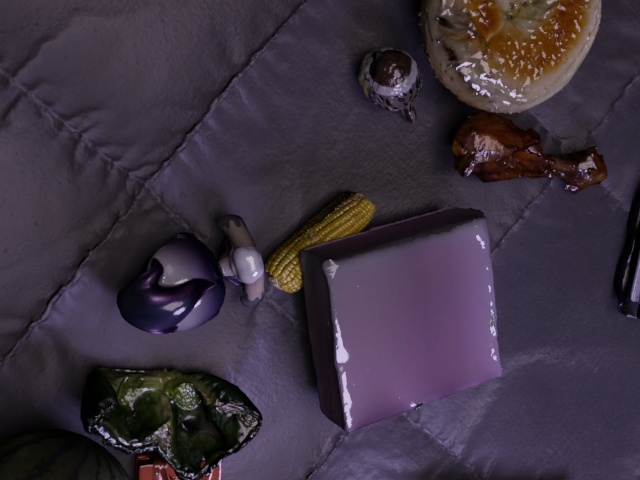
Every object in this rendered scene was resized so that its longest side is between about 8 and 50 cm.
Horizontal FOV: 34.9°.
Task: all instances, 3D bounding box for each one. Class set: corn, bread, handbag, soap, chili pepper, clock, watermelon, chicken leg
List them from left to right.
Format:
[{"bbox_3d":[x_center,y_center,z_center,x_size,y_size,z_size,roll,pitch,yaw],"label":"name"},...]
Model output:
[{"bbox_3d":[-0.396,0.433,1.370,0.279,0.279,0.359,24,91,-19],"label":"watermelon"},{"bbox_3d":[-0.223,0.264,1.491,0.265,0.148,0.116,7,120,-21],"label":"chili pepper"},{"bbox_3d":[-0.217,0.414,1.541,0.127,0.063,0.190,1,99,-18],"label":"handbag"},{"bbox_3d":[0.000,0.000,1.561,0.203,0.072,0.072,-41,107,-11],"label":"corn"},{"bbox_3d":[0.129,0.115,1.562,0.296,0.107,0.285,-14,110,-25],"label":"soap"},{"bbox_3d":[0.281,-0.348,1.567,0.306,0.159,0.305,-3,99,-21],"label":"bread"},{"bbox_3d":[0.338,-0.133,1.656,0.304,0.093,0.113,12,110,-27],"label":"chicken leg"},{"bbox_3d":[0.623,0.026,1.763,0.186,0.083,0.253,12,93,-20],"label":"clock"}]

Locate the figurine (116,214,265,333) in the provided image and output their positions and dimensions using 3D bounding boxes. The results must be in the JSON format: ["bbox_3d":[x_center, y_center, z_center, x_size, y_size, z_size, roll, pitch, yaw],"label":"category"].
[{"bbox_3d":[-0.184,0.066,1.470,0.222,0.145,0.145,-23,103,-18],"label":"figurine"}]

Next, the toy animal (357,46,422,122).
[{"bbox_3d":[0.120,-0.235,1.559,0.098,0.098,0.137,-41,107,-10],"label":"toy animal"}]
